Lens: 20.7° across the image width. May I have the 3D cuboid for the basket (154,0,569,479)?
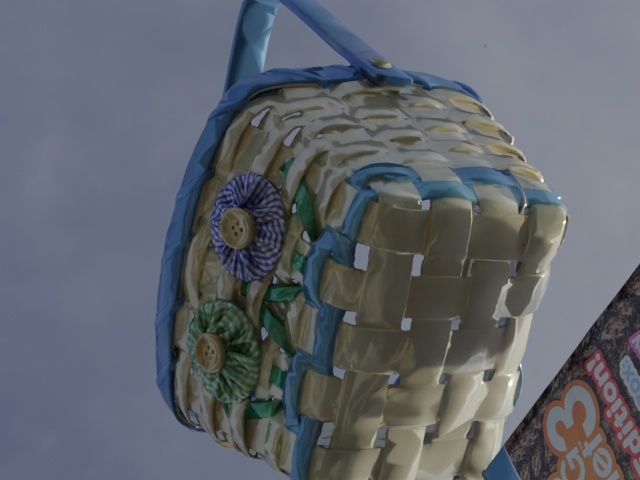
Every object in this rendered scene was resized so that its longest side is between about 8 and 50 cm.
[{"bbox_3d":[0.000,0.000,1.022,0.201,0.289,0.255,3,-71,-26],"label":"basket"}]

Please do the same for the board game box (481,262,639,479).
[{"bbox_3d":[0.255,0.075,0.807,0.232,0.141,0.291,1,-42,-29],"label":"board game box"}]
